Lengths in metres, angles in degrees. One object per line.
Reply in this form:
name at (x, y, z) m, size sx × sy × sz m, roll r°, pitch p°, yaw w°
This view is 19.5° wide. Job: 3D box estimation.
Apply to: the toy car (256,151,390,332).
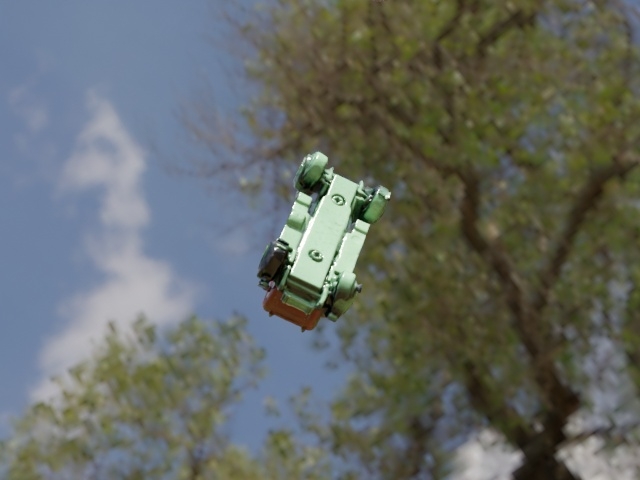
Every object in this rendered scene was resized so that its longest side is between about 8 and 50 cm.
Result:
toy car at (0.000, 0.000, 1.348) m, size 0.073 × 0.143 × 0.054 m, roll 25°, pitch -48°, yaw -5°
